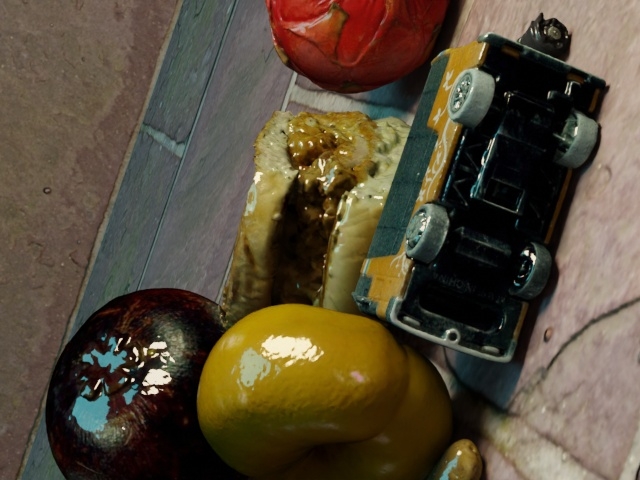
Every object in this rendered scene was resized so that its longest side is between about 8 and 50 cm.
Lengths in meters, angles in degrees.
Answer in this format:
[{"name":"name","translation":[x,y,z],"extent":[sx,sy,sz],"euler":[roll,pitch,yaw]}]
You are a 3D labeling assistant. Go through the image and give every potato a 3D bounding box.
[{"name":"potato","translation":[0.118,0.218,1.267],"extent":[0.083,0.040,0.051],"euler":[-67,23,18]}]

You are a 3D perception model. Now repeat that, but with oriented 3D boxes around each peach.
[{"name":"peach","translation":[0.007,0.158,1.327],"extent":[0.251,0.251,0.153],"euler":[-34,38,63]}]

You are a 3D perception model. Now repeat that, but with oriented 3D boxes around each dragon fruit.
[{"name":"dragon fruit","translation":[0.045,-0.297,1.706],"extent":[0.252,0.241,0.240],"euler":[-24,48,48]}]

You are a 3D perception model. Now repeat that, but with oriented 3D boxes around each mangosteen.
[{"name":"mangosteen","translation":[-0.204,0.223,1.851],"extent":[0.330,0.330,0.330],"euler":[-162,90,-72]}]

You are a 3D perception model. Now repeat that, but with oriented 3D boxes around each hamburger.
[{"name":"hamburger","translation":[0.000,0.000,1.532],"extent":[0.318,0.195,0.276],"euler":[-75,-2,-65]}]

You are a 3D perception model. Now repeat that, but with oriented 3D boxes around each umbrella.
[{"name":"umbrella","translation":[0.191,-0.171,1.434],"extent":[0.188,0.050,0.046],"euler":[-40,57,58]}]

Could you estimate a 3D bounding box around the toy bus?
[{"name":"toy bus","translation":[0.139,-0.036,1.298],"extent":[0.167,0.139,0.275],"euler":[-176,105,-74]}]
